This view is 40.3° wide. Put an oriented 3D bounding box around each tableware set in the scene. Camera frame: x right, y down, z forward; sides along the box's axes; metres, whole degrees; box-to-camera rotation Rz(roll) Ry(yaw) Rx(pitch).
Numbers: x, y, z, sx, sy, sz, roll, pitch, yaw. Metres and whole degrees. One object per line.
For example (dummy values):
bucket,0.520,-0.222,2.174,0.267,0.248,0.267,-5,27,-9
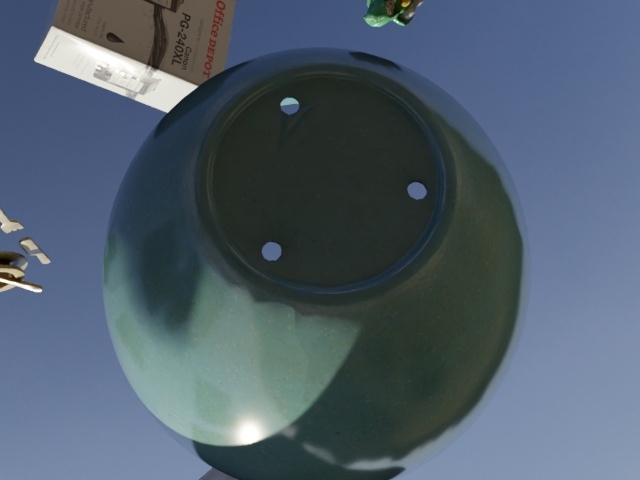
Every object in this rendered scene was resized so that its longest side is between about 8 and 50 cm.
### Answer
tableware set,-0.368,0.025,0.922,0.128,0.039,0.194,-16,-19,-5

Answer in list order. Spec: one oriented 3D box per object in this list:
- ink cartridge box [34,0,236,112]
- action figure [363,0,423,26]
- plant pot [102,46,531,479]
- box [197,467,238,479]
ink cartridge box,-0.155,-0.184,0.756,0.150,0.063,0.109,19,-118,-26
action figure,0.098,-0.306,0.917,0.137,0.063,0.232,40,-121,-27
plant pot,0.000,0.000,0.527,0.290,0.290,0.195,-57,-8,-16
box,-0.059,0.324,0.727,0.262,0.231,0.126,-36,-56,-34
